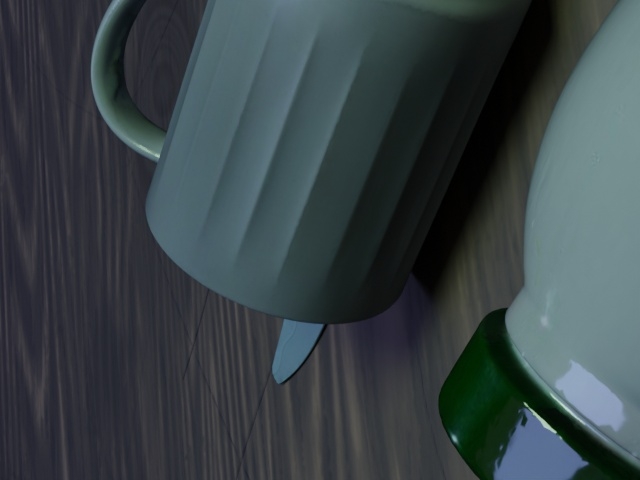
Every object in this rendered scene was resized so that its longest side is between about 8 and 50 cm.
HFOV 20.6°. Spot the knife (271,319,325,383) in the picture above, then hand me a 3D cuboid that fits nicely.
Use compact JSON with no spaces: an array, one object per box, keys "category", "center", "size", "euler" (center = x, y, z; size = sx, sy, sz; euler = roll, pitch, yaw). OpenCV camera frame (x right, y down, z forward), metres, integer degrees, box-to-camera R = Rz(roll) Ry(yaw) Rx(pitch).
[{"category":"knife","center":[0.001,0.000,1.635],"size":[0.080,0.044,0.331],"euler":[37,125,46]}]

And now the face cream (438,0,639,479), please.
[{"category":"face cream","center":[0.230,-0.013,0.842],"size":[0.357,0.219,0.312],"euler":[-59,34,17]}]

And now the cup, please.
[{"category":"cup","center":[-0.023,-0.148,1.414],"size":[0.237,0.323,0.327],"euler":[-48,-19,-57]}]
